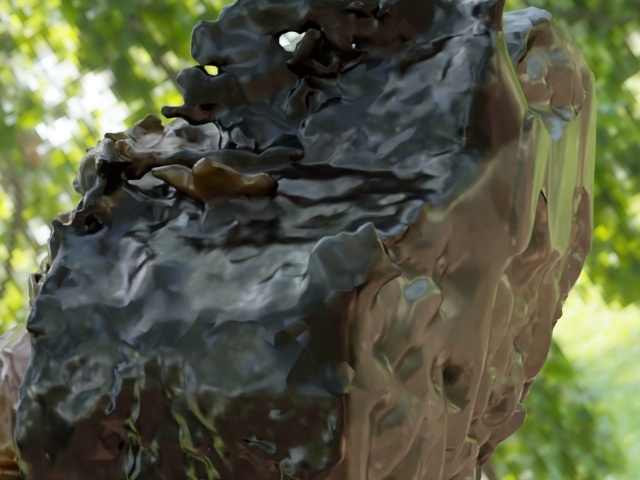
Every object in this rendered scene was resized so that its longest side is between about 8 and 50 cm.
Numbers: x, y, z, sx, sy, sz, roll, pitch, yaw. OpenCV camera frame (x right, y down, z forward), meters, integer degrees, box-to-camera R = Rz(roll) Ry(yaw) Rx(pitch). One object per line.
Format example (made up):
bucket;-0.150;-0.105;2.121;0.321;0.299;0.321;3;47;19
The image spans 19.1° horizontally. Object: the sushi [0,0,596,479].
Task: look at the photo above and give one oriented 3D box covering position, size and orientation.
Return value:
sushi;0.000;0.000;0.834;0.208;0.234;0.348;9;31;23
